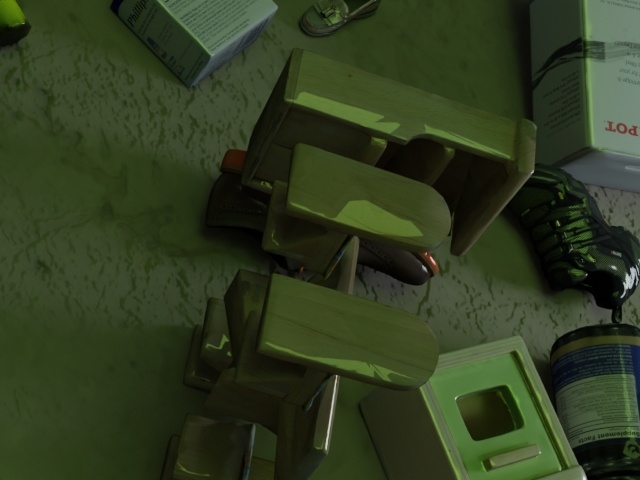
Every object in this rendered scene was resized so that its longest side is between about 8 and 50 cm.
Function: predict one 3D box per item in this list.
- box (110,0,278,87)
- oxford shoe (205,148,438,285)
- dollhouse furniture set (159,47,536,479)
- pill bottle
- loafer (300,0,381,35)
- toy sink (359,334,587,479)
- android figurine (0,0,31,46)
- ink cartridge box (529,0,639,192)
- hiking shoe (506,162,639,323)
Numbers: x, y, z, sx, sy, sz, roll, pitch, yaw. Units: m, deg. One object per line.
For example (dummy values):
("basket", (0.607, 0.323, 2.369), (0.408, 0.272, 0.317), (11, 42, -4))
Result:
("box", (-0.145, -0.268, 1.581), (0.137, 0.072, 0.126), (46, 53, 2))
("oxford shoe", (0.000, 0.000, 1.511), (0.271, 0.097, 0.098), (25, 78, -12))
("dollhouse furniture set", (0.041, 0.050, 1.303), (0.256, 0.362, 0.394), (17, 56, -11))
("pill bottle", (0.324, 0.213, 1.524), (0.122, 0.123, 0.219), (11, 59, -22))
("loafer", (0.028, -0.290, 1.703), (0.125, 0.039, 0.045), (-27, 79, -36))
("toy sink", (0.168, 0.236, 1.424), (0.152, 0.131, 0.234), (-10, 69, -31))
("android figurine", (-0.429, -0.315, 1.470), (0.248, 0.056, 0.273), (-28, 79, -36))
("ink cartridge box", (0.393, -0.227, 1.766), (0.223, 0.129, 0.308), (8, 73, -24))
("hiking shoe", (0.294, -0.001, 1.650), (0.227, 0.086, 0.114), (36, 50, -6))
